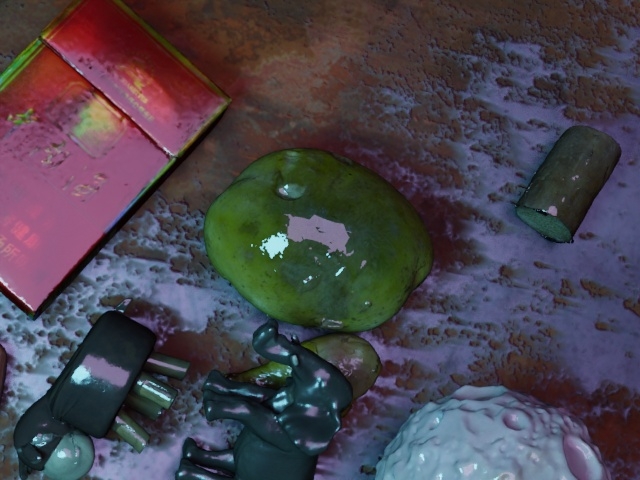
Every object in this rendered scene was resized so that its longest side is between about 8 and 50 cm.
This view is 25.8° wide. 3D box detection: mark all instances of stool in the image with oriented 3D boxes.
[{"bbox_3d":[-0.225,0.168,1.428,0.121,0.125,0.217,33,85,-7],"label":"stool"}]

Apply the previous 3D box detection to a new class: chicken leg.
[{"bbox_3d":[-0.022,0.152,1.505,0.178,0.070,0.093,-8,88,-6],"label":"chicken leg"}]

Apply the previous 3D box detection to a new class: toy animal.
[{"bbox_3d":[-0.055,0.183,1.436,0.146,0.245,0.114,18,43,-4],"label":"toy animal"}]

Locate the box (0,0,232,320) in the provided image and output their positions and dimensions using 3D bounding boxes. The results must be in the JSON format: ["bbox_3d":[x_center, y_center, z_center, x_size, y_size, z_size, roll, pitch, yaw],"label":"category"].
[{"bbox_3d":[-0.270,-0.096,1.478,0.197,0.089,0.313,41,74,-2],"label":"box"}]

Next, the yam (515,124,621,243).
[{"bbox_3d":[0.283,-0.066,1.599,0.084,0.084,0.127,33,73,-5],"label":"yam"}]

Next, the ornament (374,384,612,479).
[{"bbox_3d":[0.168,0.276,1.424,0.225,0.259,0.259,-8,82,-23],"label":"ornament"}]

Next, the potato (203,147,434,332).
[{"bbox_3d":[0.000,0.002,1.492,0.228,0.148,0.197,42,88,-4],"label":"potato"}]

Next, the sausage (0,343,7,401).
[{"bbox_3d":[-0.352,0.144,1.434,0.054,0.059,0.094,14,73,-23],"label":"sausage"}]
